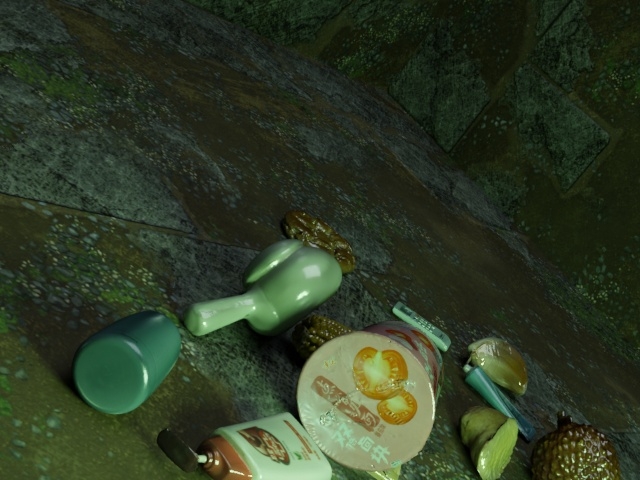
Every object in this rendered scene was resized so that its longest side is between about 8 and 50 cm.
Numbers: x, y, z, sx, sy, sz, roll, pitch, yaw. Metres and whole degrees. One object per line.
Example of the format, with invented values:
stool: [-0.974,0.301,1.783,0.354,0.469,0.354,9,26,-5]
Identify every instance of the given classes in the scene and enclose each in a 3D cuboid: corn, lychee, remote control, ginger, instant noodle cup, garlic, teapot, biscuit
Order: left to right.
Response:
teapot: [-0.089,0.095,1.910,0.149,0.220,0.318,52,20,4]
biscuit: [0.000,0.000,2.525,0.226,0.042,0.226,33,18,-13]
corn: [0.074,0.234,2.047,0.313,0.102,0.102,30,20,-31]
instant noodle cup: [0.107,0.256,1.837,0.243,0.243,0.231,41,17,9]
remote control: [0.242,0.208,2.500,0.162,0.029,0.061,36,17,8]
ginger: [0.325,0.408,2.121,0.122,0.115,0.193,21,21,20]
garlic: [0.418,0.296,2.533,0.198,0.090,0.129,32,35,-26]
lychee: [0.529,0.467,2.174,0.200,0.200,0.238,19,48,-42]

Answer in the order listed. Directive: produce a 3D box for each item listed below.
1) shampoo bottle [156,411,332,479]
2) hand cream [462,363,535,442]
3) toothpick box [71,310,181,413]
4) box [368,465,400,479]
shampoo bottle: [-0.112,0.319,1.554,0.284,0.071,0.153,15,28,-51]
hand cream: [0.413,0.373,2.415,0.224,0.048,0.083,46,20,8]
toothpick box: [-0.277,0.170,1.534,0.120,0.120,0.184,38,17,1]
box: [0.112,0.388,1.872,0.073,0.020,0.149,38,19,-2]
